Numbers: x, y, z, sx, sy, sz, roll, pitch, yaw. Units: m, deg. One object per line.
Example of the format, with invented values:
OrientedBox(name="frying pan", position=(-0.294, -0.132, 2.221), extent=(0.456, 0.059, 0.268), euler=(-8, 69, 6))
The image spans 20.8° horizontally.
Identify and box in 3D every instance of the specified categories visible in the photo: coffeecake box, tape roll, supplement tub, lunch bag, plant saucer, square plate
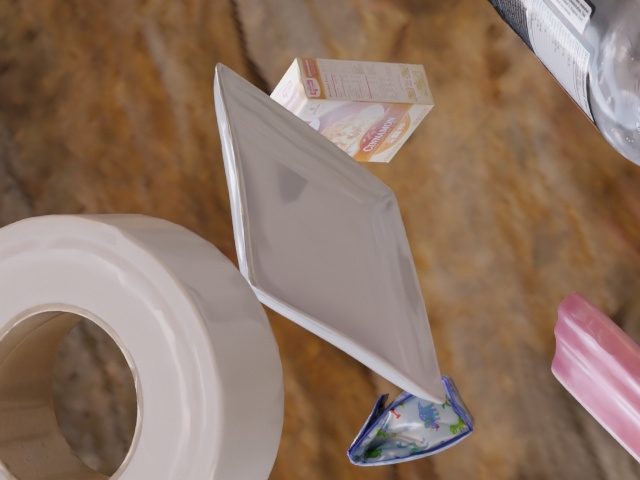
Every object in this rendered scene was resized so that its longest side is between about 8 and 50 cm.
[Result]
OrientedBox(name="coffeecake box", position=(0.030, -0.167, 2.257), extent=(0.185, 0.142, 0.068), euler=(0, -120, -27))
OrientedBox(name="tape roll", position=(-0.173, 0.121, 1.323), extent=(0.286, 0.286, 0.100), euler=(45, -161, 18))
OrientedBox(name="supplement tub", position=(0.247, -0.176, 1.268), extent=(0.193, 0.193, 0.316), euler=(36, -165, -39))
OrientedBox(name="lunch bag", position=(0.106, 0.228, 2.134), extent=(0.096, 0.151, 0.129), euler=(60, -175, 7))
OrientedBox(name="plant saucer", position=(0.355, 0.193, 1.801), extent=(0.332, 0.084, 0.332), euler=(45, -176, -4))
OrientedBox(name="square plate", position=(0.000, 0.000, 2.026), extent=(0.347, 0.049, 0.344), euler=(34, -148, -40))
